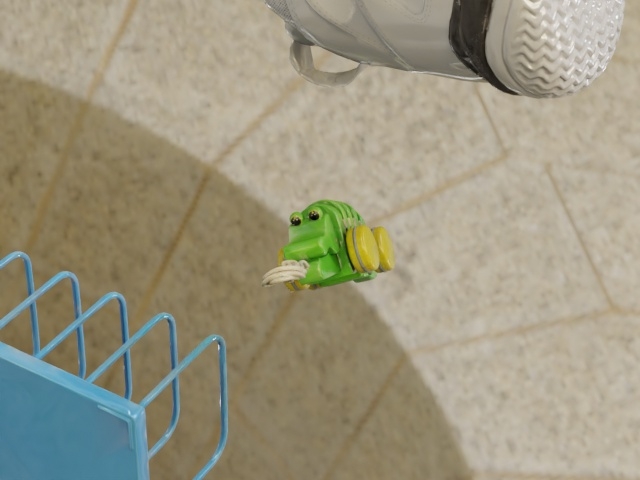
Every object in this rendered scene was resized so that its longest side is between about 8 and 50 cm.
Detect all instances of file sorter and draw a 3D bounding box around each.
[{"bbox_3d":[-0.154,0.095,1.041,0.104,0.170,0.118,-44,-34,-43],"label":"file sorter"}]

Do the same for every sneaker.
[{"bbox_3d":[0.031,-0.249,0.876,0.137,0.210,0.365,-28,-69,-48],"label":"sneaker"}]

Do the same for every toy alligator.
[{"bbox_3d":[0.000,0.000,0.978,0.056,0.051,0.190,-16,-6,17],"label":"toy alligator"}]
